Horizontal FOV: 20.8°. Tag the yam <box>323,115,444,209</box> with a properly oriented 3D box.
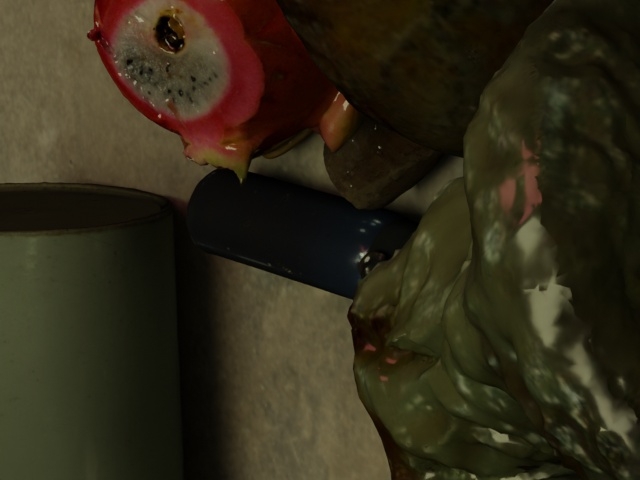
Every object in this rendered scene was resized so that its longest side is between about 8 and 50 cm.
[{"bbox_3d":[0.061,-0.086,1.224,0.127,0.084,0.084,-41,70,44],"label":"yam"}]

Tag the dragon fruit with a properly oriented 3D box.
[{"bbox_3d":[-0.039,-0.166,1.174,0.224,0.227,0.224,20,138,19],"label":"dragon fruit"}]

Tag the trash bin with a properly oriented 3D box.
[{"bbox_3d":[-0.245,0.180,1.476,0.280,0.280,0.432,12,105,44],"label":"trash bin"}]

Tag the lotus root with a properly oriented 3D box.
[{"bbox_3d":[0.129,-0.147,0.996,0.142,0.314,0.210,13,91,55],"label":"lotus root"}]

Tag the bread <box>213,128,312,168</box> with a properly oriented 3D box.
[{"bbox_3d":[-0.071,-0.158,1.348,0.116,0.077,0.200,-45,66,43],"label":"bread"}]

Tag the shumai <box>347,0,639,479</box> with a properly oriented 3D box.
[{"bbox_3d":[0.153,0.078,0.956,0.397,0.324,0.323,41,137,-23],"label":"shumai"}]

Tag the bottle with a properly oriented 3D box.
[{"bbox_3d":[0.000,0.000,1.309,0.244,0.082,0.072,16,105,43],"label":"bottle"}]
